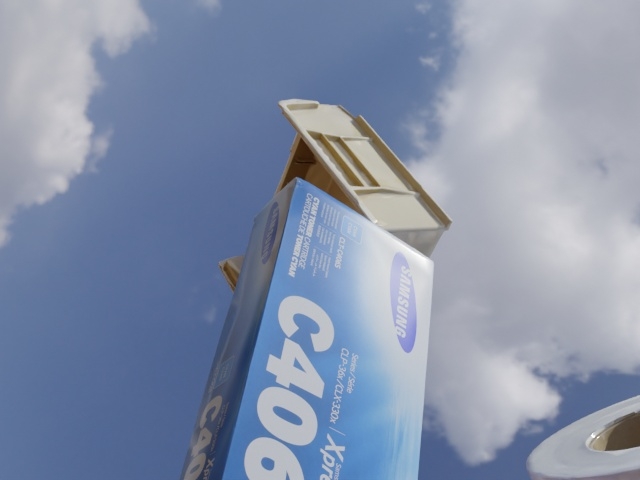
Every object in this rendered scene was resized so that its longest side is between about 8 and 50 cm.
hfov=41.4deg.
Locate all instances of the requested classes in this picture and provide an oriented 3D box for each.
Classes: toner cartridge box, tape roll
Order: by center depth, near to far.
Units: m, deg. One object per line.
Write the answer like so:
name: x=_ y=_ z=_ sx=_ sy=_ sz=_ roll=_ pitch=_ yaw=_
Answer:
toner cartridge box: x=-0.002 y=0.122 z=0.679 sx=0.075 sy=0.165 sz=0.348 roll=-40 pitch=-152 yaw=40
tape roll: x=0.357 y=0.225 z=0.846 sx=0.286 sy=0.286 sz=0.100 roll=-26 pitch=-97 yaw=41

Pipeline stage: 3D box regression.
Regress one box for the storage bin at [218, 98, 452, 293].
storage bin: x=0.000 y=0.000 z=1.050 sx=0.260 sy=0.123 sz=0.262 roll=55 pitch=-46 yaw=39
